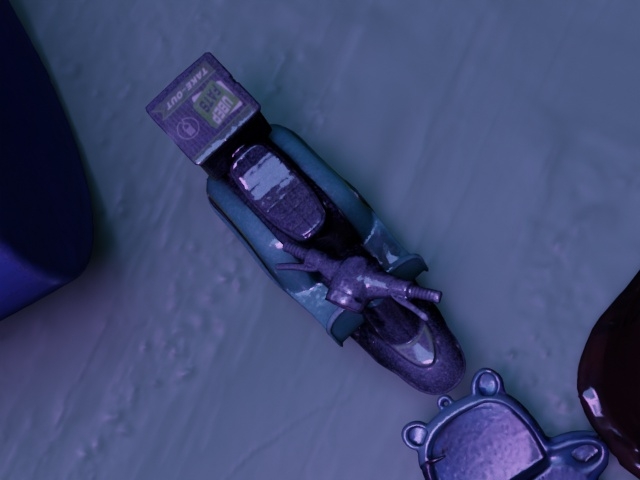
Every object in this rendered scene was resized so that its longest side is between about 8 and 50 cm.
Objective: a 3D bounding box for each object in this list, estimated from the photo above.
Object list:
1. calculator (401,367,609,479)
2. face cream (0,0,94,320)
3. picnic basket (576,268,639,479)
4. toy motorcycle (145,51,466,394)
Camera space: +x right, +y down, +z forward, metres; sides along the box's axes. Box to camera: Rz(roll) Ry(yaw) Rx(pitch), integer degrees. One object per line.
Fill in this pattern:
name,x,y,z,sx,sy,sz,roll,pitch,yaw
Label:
calculator,0.090,0.125,0.568,0.094,0.019,0.141,-33,87,2
face cream,-0.256,-0.042,0.582,0.225,0.249,0.249,-28,72,6
picnic basket,0.261,0.057,0.505,0.297,0.129,0.222,35,84,17
toy motorcycle,0.000,0.000,0.593,0.058,0.100,0.173,-42,70,-1
